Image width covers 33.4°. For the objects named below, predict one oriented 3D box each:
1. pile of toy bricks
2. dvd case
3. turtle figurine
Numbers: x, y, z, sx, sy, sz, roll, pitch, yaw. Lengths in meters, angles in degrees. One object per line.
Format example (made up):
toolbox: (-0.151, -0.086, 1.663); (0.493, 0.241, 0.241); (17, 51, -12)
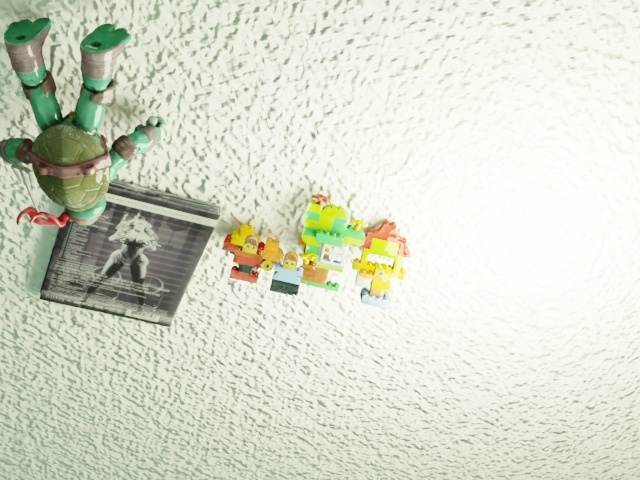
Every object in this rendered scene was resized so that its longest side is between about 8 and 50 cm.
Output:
pile of toy bricks: (0.000, 0.000, 1.190); (0.212, 0.118, 0.105); (12, 104, -3)
dvd case: (-0.227, 0.016, 1.245); (0.165, 0.018, 0.221); (14, 136, -16)
turtle figurine: (-0.238, -0.099, 1.051); (0.175, 0.118, 0.234); (-4, 130, -9)
